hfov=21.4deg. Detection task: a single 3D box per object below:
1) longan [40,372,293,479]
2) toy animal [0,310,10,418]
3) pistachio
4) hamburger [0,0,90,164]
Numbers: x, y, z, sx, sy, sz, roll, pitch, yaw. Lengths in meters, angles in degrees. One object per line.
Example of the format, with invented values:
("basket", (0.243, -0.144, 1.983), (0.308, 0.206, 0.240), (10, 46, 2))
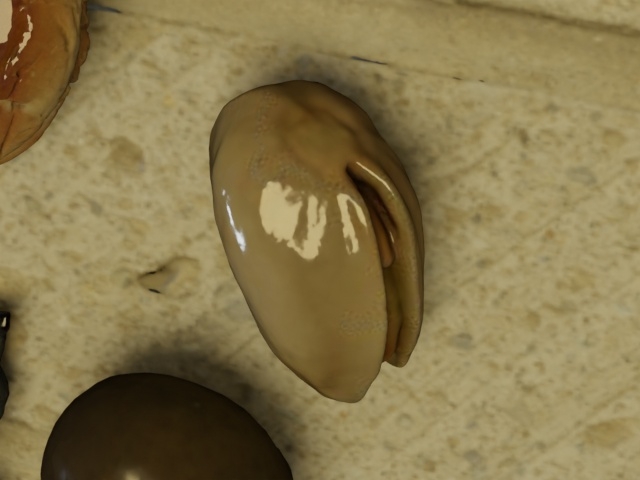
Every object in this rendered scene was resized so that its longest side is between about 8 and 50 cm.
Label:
("longan", (-0.104, 0.179, 1.152), (0.189, 0.189, 0.189), (5, 115, 10))
("toy animal", (-0.283, 0.134, 1.199), (0.121, 0.117, 0.210), (19, 119, 10))
("pistachio", (0.000, 0.000, 1.074), (0.152, 0.126, 0.223), (8, 127, 47))
("hamburger", (-0.277, -0.144, 1.058), (0.286, 0.146, 0.243), (-16, 103, 20))
